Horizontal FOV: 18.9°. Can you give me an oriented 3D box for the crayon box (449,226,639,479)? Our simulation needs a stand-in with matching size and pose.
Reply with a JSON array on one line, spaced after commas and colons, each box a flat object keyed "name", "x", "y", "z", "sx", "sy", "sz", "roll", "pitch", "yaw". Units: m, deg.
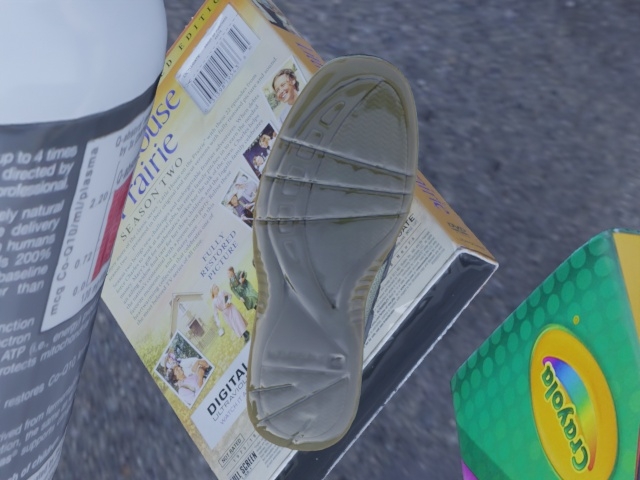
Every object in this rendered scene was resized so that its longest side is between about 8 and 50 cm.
[{"name": "crayon box", "x": 0.180, "y": 0.102, "z": 0.476, "sx": 0.278, "sy": 0.081, "sz": 0.165, "roll": 8, "pitch": 55, "yaw": -24}]

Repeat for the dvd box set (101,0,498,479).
[{"name": "dvd box set", "x": -0.059, "y": -0.001, "z": 1.709, "sx": 0.062, "sy": 0.420, "sz": 0.308, "roll": 20, "pitch": 113, "yaw": -46}]

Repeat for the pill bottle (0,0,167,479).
[{"name": "pill bottle", "x": -0.136, "y": -0.028, "z": 0.578, "sx": 0.162, "sy": 0.162, "sz": 0.278, "roll": 13, "pitch": 117, "yaw": -11}]

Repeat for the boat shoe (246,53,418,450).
[{"name": "boat shoe", "x": 0.001, "y": 0.001, "z": 1.017, "sx": 0.080, "sy": 0.073, "sz": 0.224, "roll": 7, "pitch": 113, "yaw": -4}]
